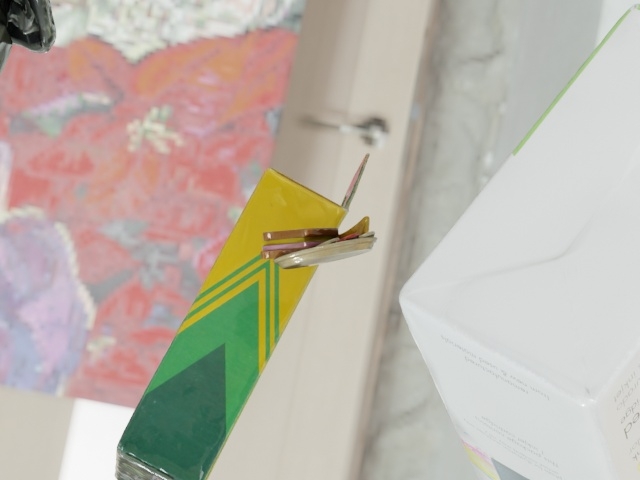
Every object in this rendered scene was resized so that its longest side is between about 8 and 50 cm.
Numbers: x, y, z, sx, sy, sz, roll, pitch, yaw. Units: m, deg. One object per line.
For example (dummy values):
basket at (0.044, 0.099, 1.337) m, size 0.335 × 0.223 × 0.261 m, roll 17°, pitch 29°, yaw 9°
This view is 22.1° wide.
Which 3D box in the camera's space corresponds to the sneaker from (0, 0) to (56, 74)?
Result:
sneaker at (-0.111, -0.130, 0.521) m, size 0.087 × 0.130 × 0.227 m, roll -3°, pitch 152°, yaw -34°

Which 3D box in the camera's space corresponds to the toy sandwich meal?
toy sandwich meal at (0.000, 0.000, 1.181) m, size 0.085 × 0.029 × 0.085 m, roll -12°, pitch 175°, yaw -1°

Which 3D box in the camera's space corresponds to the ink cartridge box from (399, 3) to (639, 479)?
ink cartridge box at (0.184, 0.074, 0.890) m, size 0.119 × 0.207 × 0.353 m, roll 28°, pitch 159°, yaw 33°

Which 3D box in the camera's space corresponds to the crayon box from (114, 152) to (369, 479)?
crayon box at (-0.070, 0.070, 1.410) m, size 0.081 × 0.319 × 0.202 m, roll 28°, pitch 163°, yaw 0°
